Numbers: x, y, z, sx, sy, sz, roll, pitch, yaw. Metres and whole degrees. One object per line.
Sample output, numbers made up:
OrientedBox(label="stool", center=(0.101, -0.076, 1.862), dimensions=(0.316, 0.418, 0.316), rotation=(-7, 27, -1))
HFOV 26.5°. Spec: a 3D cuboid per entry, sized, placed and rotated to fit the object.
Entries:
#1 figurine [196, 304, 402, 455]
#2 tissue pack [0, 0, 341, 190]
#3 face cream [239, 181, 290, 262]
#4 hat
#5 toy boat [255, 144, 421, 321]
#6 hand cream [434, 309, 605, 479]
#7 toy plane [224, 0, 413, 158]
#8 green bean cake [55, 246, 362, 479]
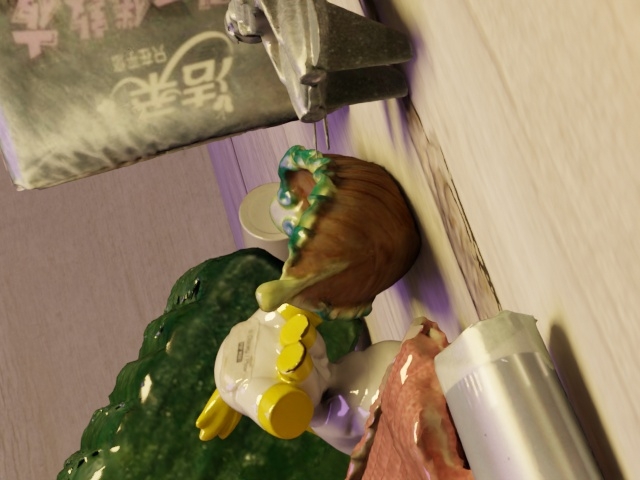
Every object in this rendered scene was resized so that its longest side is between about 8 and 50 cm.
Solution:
OrientedBox(label="figurine", center=(0.010, 0.106, 0.941), dimensions=(0.129, 0.178, 0.109), rotation=(-47, 37, 45))
OrientedBox(label="tissue pack", center=(-0.145, -0.235, 0.955), dimensions=(0.122, 0.259, 0.361), rotation=(-113, 8, -72))
OrientedBox(label="face cream", center=(-0.039, 0.042, 1.473), dimensions=(0.250, 0.077, 0.077), rotation=(83, 170, -54))
OrientedBox(label="hat", center=(0.065, 0.212, 0.805), dimensions=(0.286, 0.107, 0.237), rotation=(115, 145, -44))
OrientedBox(label="toy boat", center=(0.011, -0.002, 0.874), dimensions=(0.293, 0.099, 0.109), rotation=(-97, -7, -80))
OrientedBox(label="hand cream", center=(0.110, 0.151, 0.539), dimensions=(0.079, 0.048, 0.255), rotation=(-53, 49, 51))
OrientedBox(label="toy plane", center=(-0.027, -0.193, 0.771), dimensions=(0.212, 0.088, 0.267), rotation=(94, 160, -70))
OrientedBox(label="green bean cake", center=(-0.050, 0.201, 1.227), dimensions=(0.308, 0.300, 0.169), rotation=(35, 164, -11))
